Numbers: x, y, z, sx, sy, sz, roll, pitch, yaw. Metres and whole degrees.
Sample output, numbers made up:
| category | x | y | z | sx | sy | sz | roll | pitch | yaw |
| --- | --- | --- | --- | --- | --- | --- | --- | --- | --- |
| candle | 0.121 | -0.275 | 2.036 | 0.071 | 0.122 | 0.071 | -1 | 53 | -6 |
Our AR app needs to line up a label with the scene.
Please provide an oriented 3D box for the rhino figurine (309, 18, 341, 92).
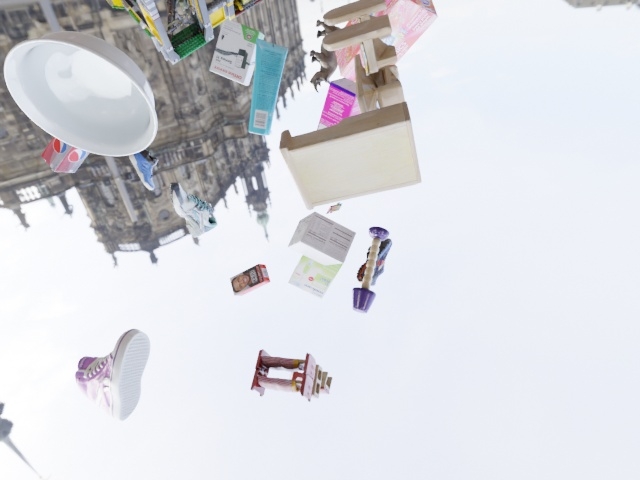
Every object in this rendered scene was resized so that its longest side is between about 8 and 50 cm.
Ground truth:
| category | x | y | z | sx | sy | sz | roll | pitch | yaw |
| --- | --- | --- | --- | --- | --- | --- | --- | --- | --- |
| rhino figurine | 0.016 | -0.664 | 1.507 | 0.106 | 0.243 | 0.073 | 15 | -166 | 9 |

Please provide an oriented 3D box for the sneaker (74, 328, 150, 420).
| category | x | y | z | sx | sy | sz | roll | pitch | yaw |
| --- | --- | --- | --- | --- | --- | --- | --- | --- | --- |
| sneaker | -0.502 | 0.295 | 0.966 | 0.161 | 0.282 | 0.102 | 28 | -153 | 8 |

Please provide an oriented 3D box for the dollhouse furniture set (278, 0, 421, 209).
| category | x | y | z | sx | sy | sz | roll | pitch | yaw |
| --- | --- | --- | --- | --- | --- | --- | --- | --- | --- |
| dollhouse furniture set | 0.071 | -0.285 | 0.962 | 0.257 | 0.362 | 0.394 | -11 | -135 | 14 |

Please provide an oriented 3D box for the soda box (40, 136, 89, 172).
| category | x | y | z | sx | sy | sz | roll | pitch | yaw |
| --- | --- | --- | --- | --- | --- | --- | --- | --- | --- |
| soda box | -0.849 | -0.359 | 1.443 | 0.263 | 0.083 | 0.092 | -45 | 173 | 15 |

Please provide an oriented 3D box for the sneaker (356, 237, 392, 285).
| category | x | y | z | sx | sy | sz | roll | pitch | yaw |
| --- | --- | --- | --- | --- | --- | --- | --- | --- | --- |
| sneaker | 0.225 | 0.086 | 1.664 | 0.083 | 0.087 | 0.221 | 21 | -105 | 51 |

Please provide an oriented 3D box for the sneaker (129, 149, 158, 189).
| category | x | y | z | sx | sy | sz | roll | pitch | yaw |
| --- | --- | --- | --- | --- | --- | --- | --- | --- | --- |
| sneaker | -0.651 | -0.273 | 1.577 | 0.085 | 0.152 | 0.058 | -25 | -159 | -6 |

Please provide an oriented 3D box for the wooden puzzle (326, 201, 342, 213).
| category | x | y | z | sx | sy | sz | roll | pitch | yaw |
| --- | --- | --- | --- | --- | --- | --- | --- | --- | --- |
| wooden puzzle | 0.053 | -0.120 | 1.537 | 0.049 | 0.083 | 0.006 | -15 | -108 | -21 |

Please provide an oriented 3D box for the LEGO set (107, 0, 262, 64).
| category | x | y | z | sx | sy | sz | roll | pitch | yaw |
| --- | --- | --- | --- | --- | --- | --- | --- | --- | --- |
| LEGO set | -0.235 | -0.488 | 0.699 | 0.331 | 0.254 | 0.192 | -30 | 175 | -10 |

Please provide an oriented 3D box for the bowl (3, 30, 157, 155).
| category | x | y | z | sx | sy | sz | roll | pitch | yaw |
| --- | --- | --- | --- | --- | --- | --- | --- | --- | --- |
| bowl | -0.498 | -0.339 | 0.915 | 0.298 | 0.297 | 0.134 | -2 | -124 | 10 |

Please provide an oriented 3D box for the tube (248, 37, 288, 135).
| category | x | y | z | sx | sy | sz | roll | pitch | yaw |
| --- | --- | --- | --- | --- | --- | --- | --- | --- | --- |
| tube | -0.129 | -0.356 | 0.976 | 0.080 | 0.207 | 0.052 | -2 | -158 | -39 |

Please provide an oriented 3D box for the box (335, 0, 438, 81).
| category | x | y | z | sx | sy | sz | roll | pitch | yaw |
| --- | --- | --- | --- | --- | --- | --- | --- | --- | --- |
| box | 0.185 | -0.633 | 1.252 | 0.142 | 0.300 | 0.154 | 7 | -118 | -33 |

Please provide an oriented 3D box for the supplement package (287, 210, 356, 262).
| category | x | y | z | sx | sy | sz | roll | pitch | yaw |
| --- | --- | --- | --- | --- | --- | --- | --- | --- | --- |
| supplement package | 0.000 | 0.000 | 1.794 | 0.204 | 0.145 | 0.262 | 27 | 169 | -12 |

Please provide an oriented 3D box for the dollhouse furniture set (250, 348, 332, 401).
| category | x | y | z | sx | sy | sz | roll | pitch | yaw |
| --- | --- | --- | --- | --- | --- | --- | --- | --- | --- |
| dollhouse furniture set | -0.098 | 0.553 | 1.603 | 0.201 | 0.374 | 0.152 | -1 | -122 | 17 |

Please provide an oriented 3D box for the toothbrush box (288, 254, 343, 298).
| category | x | y | z | sx | sy | sz | roll | pitch | yaw |
| --- | --- | --- | --- | --- | --- | --- | --- | --- | --- |
| toothbrush box | -0.016 | 0.137 | 2.197 | 0.206 | 0.283 | 0.122 | 27 | -153 | -6 |

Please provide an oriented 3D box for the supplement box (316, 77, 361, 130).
| category | x | y | z | sx | sy | sz | roll | pitch | yaw |
| --- | --- | --- | --- | --- | --- | --- | --- | --- | --- |
| supplement box | 0.074 | -0.444 | 1.469 | 0.114 | 0.220 | 0.111 | 33 | -140 | 15 |

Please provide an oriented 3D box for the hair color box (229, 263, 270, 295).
| category | x | y | z | sx | sy | sz | roll | pitch | yaw |
| --- | --- | --- | --- | --- | --- | --- | --- | --- | --- |
| hair color box | -0.254 | 0.143 | 1.489 | 0.141 | 0.043 | 0.072 | -27 | -109 | 22 |

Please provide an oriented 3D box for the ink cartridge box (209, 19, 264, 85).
| category | x | y | z | sx | sy | sz | roll | pitch | yaw |
| --- | --- | --- | --- | --- | --- | --- | --- | --- | --- |
| ink cartridge box | -0.333 | -0.745 | 1.646 | 0.153 | 0.208 | 0.087 | 21 | -162 | -2 |

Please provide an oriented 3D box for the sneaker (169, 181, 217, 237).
| category | x | y | z | sx | sy | sz | roll | pitch | yaw |
| --- | --- | --- | --- | --- | --- | --- | --- | --- | --- |
| sneaker | -0.495 | -0.136 | 1.629 | 0.122 | 0.283 | 0.110 | -19 | -126 | -2 |

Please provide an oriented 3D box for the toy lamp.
| category | x | y | z | sx | sy | sz | roll | pitch | yaw |
| --- | --- | --- | --- | --- | --- | --- | --- | --- | --- |
| toy lamp | 0.156 | 0.093 | 1.307 | 0.080 | 0.080 | 0.274 | 8 | -112 | 25 |
